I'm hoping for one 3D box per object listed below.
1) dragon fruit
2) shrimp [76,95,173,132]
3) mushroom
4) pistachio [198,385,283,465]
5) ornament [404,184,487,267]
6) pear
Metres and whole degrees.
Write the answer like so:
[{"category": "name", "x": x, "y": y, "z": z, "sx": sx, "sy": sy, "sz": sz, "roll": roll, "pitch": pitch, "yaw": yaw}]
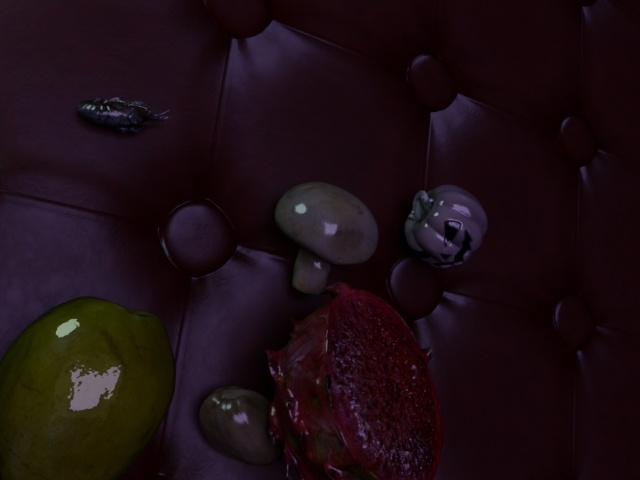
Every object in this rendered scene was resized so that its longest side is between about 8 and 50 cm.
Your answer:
[{"category": "dragon fruit", "x": 0.042, "y": 0.281, "z": 1.118, "sx": 0.371, "sy": 0.249, "sz": 0.387, "roll": -8, "pitch": 73, "yaw": -60}, {"category": "shrimp", "x": -0.348, "y": -0.225, "z": 1.125, "sx": 0.165, "sy": 0.065, "sz": 0.057, "roll": 2, "pitch": 112, "yaw": -32}, {"category": "mushroom", "x": 0.010, "y": -0.013, "z": 1.222, "sx": 0.206, "sy": 0.209, "sz": 0.206, "roll": 4, "pitch": 44, "yaw": -3}, {"category": "pistachio", "x": -0.132, "y": 0.332, "z": 1.112, "sx": 0.126, "sy": 0.108, "sz": 0.185, "roll": -45, "pitch": 111, "yaw": -1}, {"category": "ornament", "x": 0.262, "y": -0.035, "z": 1.348, "sx": 0.177, "sy": 0.177, "sz": 0.178, "roll": 5, "pitch": 78, "yaw": -27}, {"category": "pear", "x": -0.354, "y": 0.236, "z": 0.934, "sx": 0.252, "sy": 0.253, "sz": 0.307, "roll": 21, "pitch": 87, "yaw": -23}]
